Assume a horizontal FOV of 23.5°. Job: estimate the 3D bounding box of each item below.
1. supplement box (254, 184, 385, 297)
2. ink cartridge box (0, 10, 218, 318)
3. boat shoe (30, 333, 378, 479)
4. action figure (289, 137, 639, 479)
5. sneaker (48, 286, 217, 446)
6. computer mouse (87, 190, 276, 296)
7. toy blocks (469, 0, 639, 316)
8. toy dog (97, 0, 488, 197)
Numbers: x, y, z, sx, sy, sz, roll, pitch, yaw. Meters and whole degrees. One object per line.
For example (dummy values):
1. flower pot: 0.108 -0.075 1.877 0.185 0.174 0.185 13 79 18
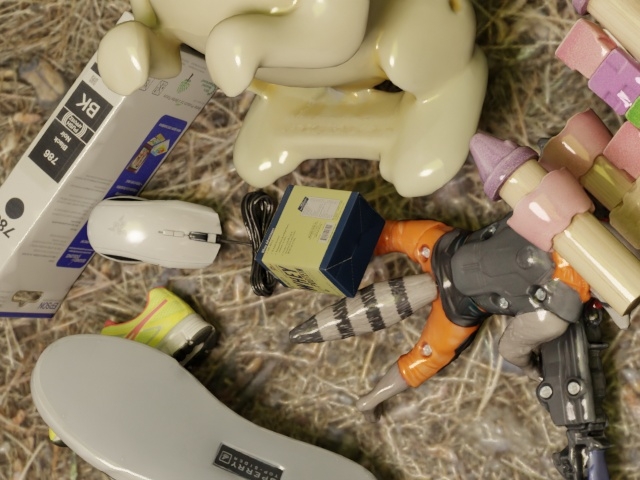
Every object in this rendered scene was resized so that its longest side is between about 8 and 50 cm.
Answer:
1. supplement box: 0.000 0.000 1.414 0.083 0.056 0.083 8 65 37
2. ink cartridge box: -0.235 -0.068 1.546 0.065 0.165 0.332 39 98 17
3. boat shoe: -0.117 0.221 1.500 0.367 0.156 0.136 24 57 -1
4. action figure: 0.157 0.081 1.407 0.330 0.178 0.341 -19 76 29
5. sneaker: -0.204 0.130 1.580 0.208 0.081 0.094 -41 68 6
6. computer mouse: -0.136 -0.003 1.536 0.193 0.042 0.106 5 89 -10
7. toy blocks: 0.284 -0.144 1.268 0.260 0.309 0.288 46 127 18
8. toy dog: -0.034 -0.271 1.332 0.284 0.408 0.395 17 74 45
